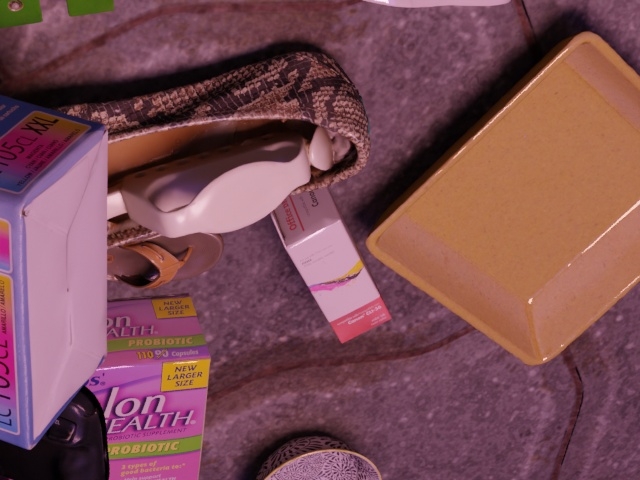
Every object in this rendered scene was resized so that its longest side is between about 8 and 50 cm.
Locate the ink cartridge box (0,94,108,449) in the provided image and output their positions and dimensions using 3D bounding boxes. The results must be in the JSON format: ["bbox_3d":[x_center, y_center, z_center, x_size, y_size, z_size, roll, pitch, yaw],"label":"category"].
[{"bbox_3d":[-0.396,-0.011,1.280,0.396,0.151,0.270,18,126,17],"label":"ink cartridge box"}]

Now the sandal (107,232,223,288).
[{"bbox_3d":[-0.191,0.022,1.522,0.180,0.049,0.072,-2,126,-18],"label":"sandal"}]

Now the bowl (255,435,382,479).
[{"bbox_3d":[-0.016,0.296,1.769,0.170,0.080,0.170,-10,128,-13],"label":"bowl"}]

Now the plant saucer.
[{"bbox_3d":[0.256,-0.050,1.608,0.333,0.081,0.333,-44,127,15],"label":"plant saucer"}]

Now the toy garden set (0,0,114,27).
[{"bbox_3d":[-0.313,-0.270,1.244,0.244,0.049,0.203,-10,145,-9],"label":"toy garden set"}]

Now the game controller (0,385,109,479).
[{"bbox_3d":[-0.360,0.168,1.460,0.319,0.067,0.166,17,139,17],"label":"game controller"}]

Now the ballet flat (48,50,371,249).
[{"bbox_3d":[-0.179,-0.057,1.382,0.483,0.182,0.164,-16,130,-7],"label":"ballet flat"}]

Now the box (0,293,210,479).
[{"bbox_3d":[-0.244,0.195,1.589,0.214,0.117,0.243,-3,126,-17],"label":"box"}]

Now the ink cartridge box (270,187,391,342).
[{"bbox_3d":[0.000,0.000,1.530,0.067,0.115,0.198,-27,130,3],"label":"ink cartridge box"}]

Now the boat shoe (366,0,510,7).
[{"bbox_3d":[0.110,-0.265,1.409,0.184,0.066,0.063,-2,112,-15],"label":"boat shoe"}]
